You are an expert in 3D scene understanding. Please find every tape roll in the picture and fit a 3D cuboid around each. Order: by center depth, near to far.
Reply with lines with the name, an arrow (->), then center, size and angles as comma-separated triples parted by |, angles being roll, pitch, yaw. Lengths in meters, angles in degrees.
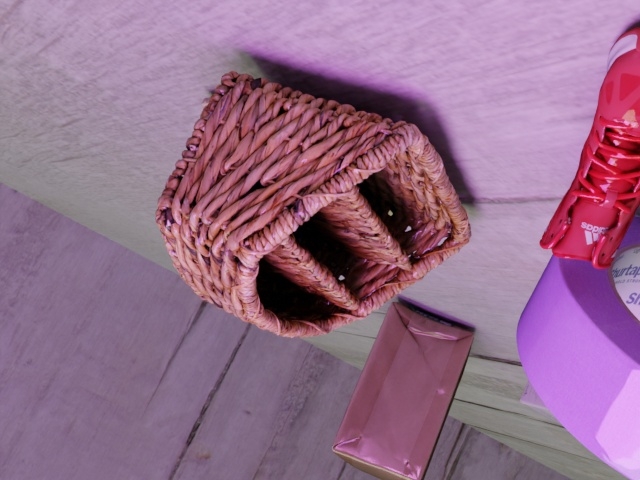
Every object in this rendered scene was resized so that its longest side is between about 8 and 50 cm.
tape roll -> 0.306, 0.093, 0.804 | 0.275, 0.090, 0.274 | 14, -148, -9

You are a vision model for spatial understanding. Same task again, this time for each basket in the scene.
basket -> 0.000, 0.000, 1.005 | 0.223, 0.213, 0.299 | 20, 167, 23

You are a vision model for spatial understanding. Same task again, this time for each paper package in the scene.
paper package -> 0.162, 0.304, 1.863 | 0.168, 0.309, 0.325 | 20, 168, 12

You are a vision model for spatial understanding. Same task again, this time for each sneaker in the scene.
sneaker -> 0.214, -0.047, 0.680 | 0.087, 0.128, 0.221 | 21, 168, 17

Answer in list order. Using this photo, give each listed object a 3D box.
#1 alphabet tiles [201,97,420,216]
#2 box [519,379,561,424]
alphabet tiles -> 0.004, -0.096, 1.146 | 0.278, 0.021, 0.284 | 33, 166, -35
box -> 0.414, 0.254, 1.649 | 0.101, 0.102, 0.087 | 30, 169, -22
